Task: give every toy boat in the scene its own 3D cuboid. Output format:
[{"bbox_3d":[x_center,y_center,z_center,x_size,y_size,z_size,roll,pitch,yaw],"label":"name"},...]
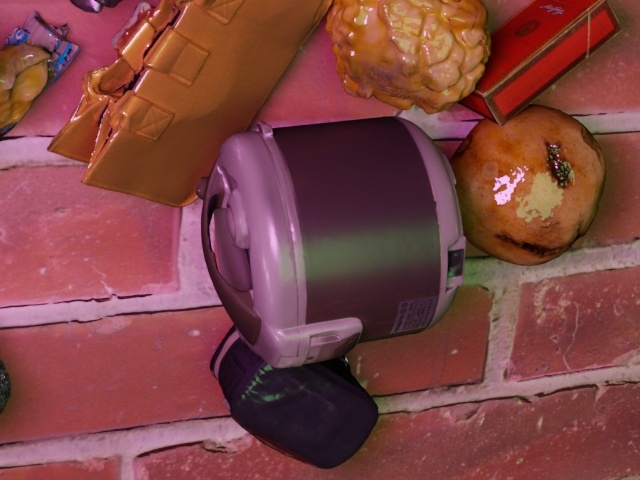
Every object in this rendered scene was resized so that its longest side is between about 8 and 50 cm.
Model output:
[{"bbox_3d":[-0.414,-0.213,1.477,0.084,0.066,0.210,39,105,5],"label":"toy boat"}]

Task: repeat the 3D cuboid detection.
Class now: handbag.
[{"bbox_3d":[-0.171,-0.241,1.447,0.401,0.133,0.283,-54,163,8],"label":"handbag"},{"bbox_3d":[-0.048,0.238,1.722,0.254,0.181,0.181,32,98,-26],"label":"handbag"}]

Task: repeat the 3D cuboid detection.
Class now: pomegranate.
[{"bbox_3d":[0.325,-0.089,1.711,0.260,0.260,0.260,-7,113,-18],"label":"pomegranate"}]

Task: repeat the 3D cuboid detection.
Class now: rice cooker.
[{"bbox_3d":[0.000,0.000,1.499,0.325,0.335,0.335,-9,113,-17],"label":"rice cooker"}]

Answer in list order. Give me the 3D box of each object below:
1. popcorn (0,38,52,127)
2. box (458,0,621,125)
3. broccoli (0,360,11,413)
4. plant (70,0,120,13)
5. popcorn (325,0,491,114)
[{"bbox_3d":[-0.533,-0.197,1.332,0.279,0.274,0.335,43,83,1],"label":"popcorn"},{"bbox_3d":[0.320,-0.289,1.671,0.240,0.153,0.074,-39,114,-3],"label":"box"},{"bbox_3d":[-0.578,0.189,1.466,0.307,0.308,0.275,-13,148,-16],"label":"broccoli"},{"bbox_3d":[-0.275,-0.436,1.361,0.199,0.188,0.276,30,88,-22],"label":"plant"},{"bbox_3d":[0.124,-0.291,1.568,0.250,0.250,0.190,54,52,-28],"label":"popcorn"}]
